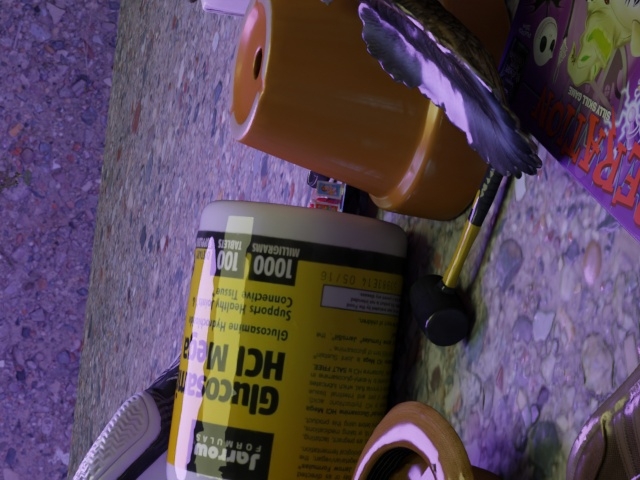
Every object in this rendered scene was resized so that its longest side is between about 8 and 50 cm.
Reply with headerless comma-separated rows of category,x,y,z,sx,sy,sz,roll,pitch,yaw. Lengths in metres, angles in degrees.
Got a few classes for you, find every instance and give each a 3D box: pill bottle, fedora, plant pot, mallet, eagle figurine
pill bottle,-0.034,0.140,1.311,0.188,0.188,0.334,177,100,-73
fedora,0.085,0.209,1.075,0.194,0.079,0.194,-170,90,-67
plant pot,0.030,-0.130,1.229,0.205,0.188,0.205,-171,90,-73
mallet,0.119,-0.003,1.151,0.062,0.039,0.189,-104,31,-54
eagle figurine,0.056,-0.191,1.023,0.226,0.298,0.225,78,-145,-57

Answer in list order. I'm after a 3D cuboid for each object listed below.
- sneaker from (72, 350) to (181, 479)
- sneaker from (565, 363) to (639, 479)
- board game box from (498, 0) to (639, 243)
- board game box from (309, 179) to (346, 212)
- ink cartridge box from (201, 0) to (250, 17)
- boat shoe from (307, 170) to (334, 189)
sneaker,-0.078,0.190,1.544,0.366,0.210,0.137,-51,-5,-38
sneaker,0.188,0.112,0.803,0.071,0.066,0.188,-103,26,-48
board game box,0.204,-0.127,0.908,0.347,0.056,0.208,-119,36,-63
board game box,0.000,0.000,1.476,0.133,0.033,0.168,142,137,-88
ink cartridge box,-0.085,-0.425,1.879,0.273,0.115,0.198,-104,28,-53
boat shoe,0.004,-0.089,1.554,0.125,0.038,0.046,135,141,-63
